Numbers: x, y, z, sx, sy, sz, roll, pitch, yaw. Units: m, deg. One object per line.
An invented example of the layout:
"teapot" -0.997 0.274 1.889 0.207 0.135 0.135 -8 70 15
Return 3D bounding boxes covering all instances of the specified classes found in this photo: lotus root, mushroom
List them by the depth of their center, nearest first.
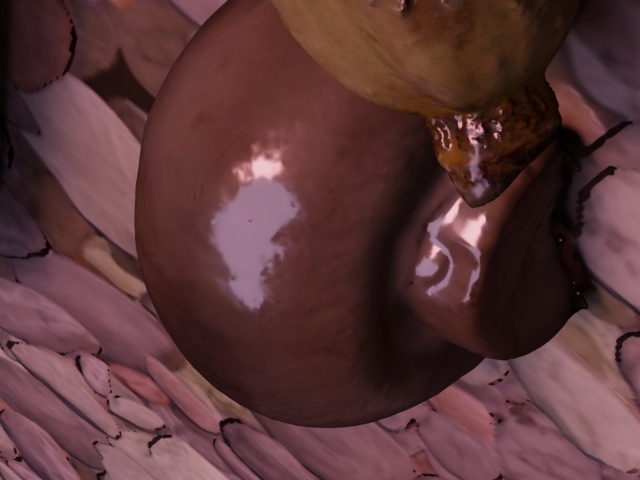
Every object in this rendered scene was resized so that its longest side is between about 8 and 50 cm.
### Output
"lotus root" 0.021 -0.094 0.448 0.090 0.077 0.183 15 140 49
"mushroom" 0.000 0.000 0.585 0.141 0.117 0.188 35 157 33
